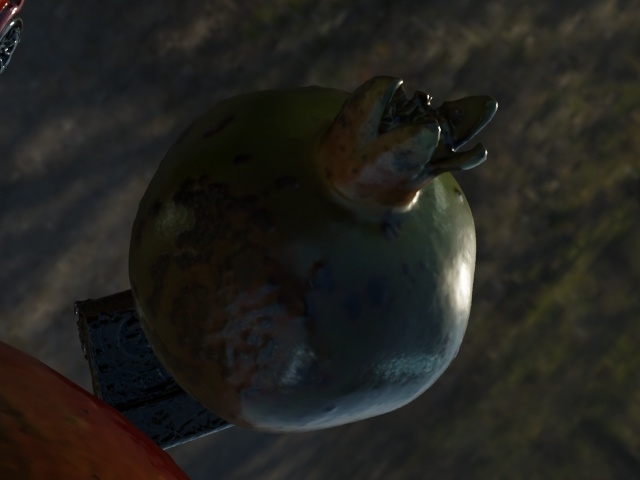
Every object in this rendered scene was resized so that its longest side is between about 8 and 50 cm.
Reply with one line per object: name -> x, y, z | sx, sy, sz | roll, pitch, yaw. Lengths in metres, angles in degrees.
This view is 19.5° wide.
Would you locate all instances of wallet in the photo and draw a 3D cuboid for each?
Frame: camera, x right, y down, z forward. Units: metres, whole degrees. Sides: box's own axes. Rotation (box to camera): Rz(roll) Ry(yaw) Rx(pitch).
wallet -> -0.057, 0.076, 1.406 | 0.243, 0.039, 0.133 | -16, 111, -21

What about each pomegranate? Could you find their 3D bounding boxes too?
pomegranate -> 0.012, 0.002, 1.012 | 0.246, 0.198, 0.198 | -23, 179, 28

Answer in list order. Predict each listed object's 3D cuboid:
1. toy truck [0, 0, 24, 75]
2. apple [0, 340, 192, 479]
toy truck -> -0.198, -0.186, 0.987 | 0.253, 0.107, 0.114 | -65, 175, 23
apple -> -0.093, 0.111, 0.450 | 0.163, 0.251, 0.293 | -62, 149, -13
